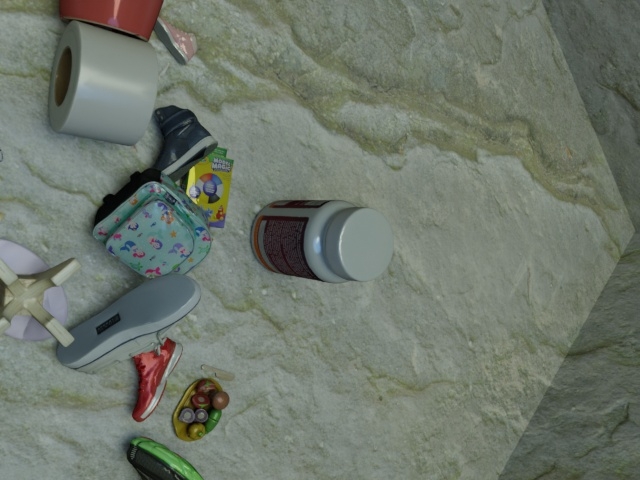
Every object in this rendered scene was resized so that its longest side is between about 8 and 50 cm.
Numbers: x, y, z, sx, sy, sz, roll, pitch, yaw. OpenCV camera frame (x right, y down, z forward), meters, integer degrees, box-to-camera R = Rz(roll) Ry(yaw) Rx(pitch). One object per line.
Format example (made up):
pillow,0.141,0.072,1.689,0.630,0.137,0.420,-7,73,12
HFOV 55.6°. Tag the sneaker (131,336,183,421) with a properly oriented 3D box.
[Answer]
sneaker,-0.456,0.339,1.551,0.128,0.087,0.221,35,60,-25

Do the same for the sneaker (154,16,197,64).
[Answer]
sneaker,-0.370,-0.527,1.563,0.070,0.051,0.134,-52,124,-24

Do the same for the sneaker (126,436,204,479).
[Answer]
sneaker,-0.379,0.719,1.562,0.202,0.185,0.482,-33,111,-35

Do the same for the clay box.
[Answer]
clay box,-0.309,-0.151,1.633,0.128,0.053,0.221,9,89,-37

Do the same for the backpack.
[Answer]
backpack,-0.393,-0.019,1.483,0.225,0.191,0.253,-39,127,8

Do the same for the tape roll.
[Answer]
tape roll,-0.491,-0.346,1.361,0.169,0.246,0.245,6,90,-38

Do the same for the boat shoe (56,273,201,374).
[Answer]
boat shoe,-0.429,0.220,1.457,0.367,0.135,0.156,-31,142,0

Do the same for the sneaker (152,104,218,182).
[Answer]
sneaker,-0.395,-0.240,1.546,0.226,0.086,0.163,-38,86,2

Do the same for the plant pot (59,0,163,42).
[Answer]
plant pot,-0.466,-0.591,1.366,0.275,0.275,0.243,8,98,-38

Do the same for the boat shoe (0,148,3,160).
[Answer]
boat shoe,-0.797,-0.182,1.243,0.258,0.095,0.084,-19,101,-46

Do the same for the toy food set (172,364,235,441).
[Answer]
toy food set,-0.312,0.453,1.663,0.128,0.071,0.217,38,71,-33

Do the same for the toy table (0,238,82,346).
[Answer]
toy table,-0.653,0.120,1.324,0.274,0.161,0.252,47,66,-31

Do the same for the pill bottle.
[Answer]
pill bottle,0.000,0.000,1.667,0.224,0.392,0.223,-3,96,-37
